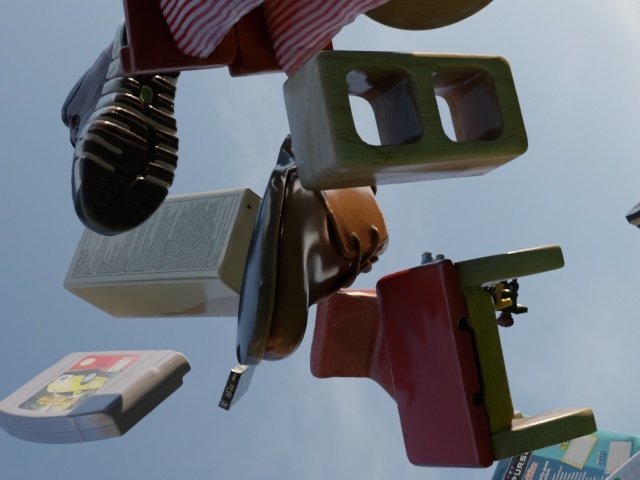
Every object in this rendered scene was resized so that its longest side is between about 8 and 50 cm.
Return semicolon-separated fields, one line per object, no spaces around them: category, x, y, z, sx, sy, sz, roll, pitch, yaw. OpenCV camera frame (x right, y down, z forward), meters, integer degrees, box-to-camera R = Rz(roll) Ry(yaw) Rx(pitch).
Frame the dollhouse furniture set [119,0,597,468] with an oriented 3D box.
dollhouse furniture set;-0.003;-0.058;0.545;0.152;0.201;0.374;-6;-98;-28

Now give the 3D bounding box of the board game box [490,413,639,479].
board game box;0.436;0.436;1.562;0.079;0.336;0.254;48;-120;-35

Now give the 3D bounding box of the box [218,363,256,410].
box;-0.126;0.218;1.479;0.067;0.018;0.083;-69;-11;19

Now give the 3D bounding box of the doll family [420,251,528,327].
doll family;0.225;0.083;1.479;0.076;0.193;0.111;72;-155;-59

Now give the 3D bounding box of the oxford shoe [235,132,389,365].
oxford shoe;0.000;0.000;0.517;0.212;0.076;0.076;-74;1;-61

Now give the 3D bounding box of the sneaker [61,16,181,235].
sneaker;-0.234;-0.105;1.051;0.106;0.162;0.281;30;-129;-30

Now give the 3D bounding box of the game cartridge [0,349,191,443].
game cartridge;-0.363;0.239;1.470;0.196;0.294;0.060;-44;-61;-46

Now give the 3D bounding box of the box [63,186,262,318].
box;-0.205;0.024;1.363;0.121;0.311;0.148;41;-124;-44

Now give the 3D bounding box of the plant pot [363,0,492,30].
plant pot;0.125;-0.351;1.089;0.236;0.236;0.032;37;-155;-36

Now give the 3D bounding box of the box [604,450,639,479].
box;0.393;0.214;0.774;0.262;0.231;0.127;22;-148;-32

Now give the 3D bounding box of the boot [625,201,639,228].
boot;0.460;-0.016;1.097;0.198;0.077;0.137;-23;-92;-16
